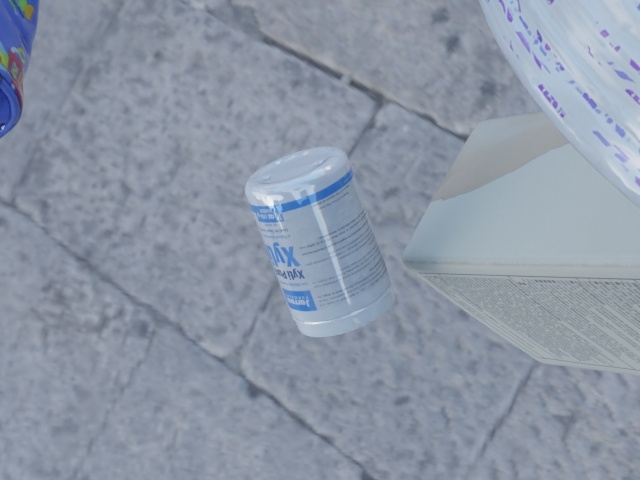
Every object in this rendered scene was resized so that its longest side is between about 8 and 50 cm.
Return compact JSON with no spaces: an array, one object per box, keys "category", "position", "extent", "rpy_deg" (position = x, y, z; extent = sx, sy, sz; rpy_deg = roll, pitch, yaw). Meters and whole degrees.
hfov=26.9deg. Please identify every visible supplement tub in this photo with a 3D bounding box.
[{"category":"supplement tub","position":[0.000,0.000,0.859],"extent":[0.071,0.071,0.107],"rpy_deg":[-8,111,32]}]

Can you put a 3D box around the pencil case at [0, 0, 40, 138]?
[{"category":"pencil case","position":[-0.293,-0.224,1.108],"extent":[0.119,0.133,0.306],"rpy_deg":[-11,58,18]}]

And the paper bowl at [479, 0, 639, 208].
[{"category":"paper bowl","position":[0.212,-0.108,0.508],"extent":[0.148,0.284,0.284],"rpy_deg":[-57,47,41]}]

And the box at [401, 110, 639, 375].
[{"category":"box","position":[0.198,0.001,0.797],"extent":[0.121,0.148,0.311],"rpy_deg":[-60,23,-14]}]
